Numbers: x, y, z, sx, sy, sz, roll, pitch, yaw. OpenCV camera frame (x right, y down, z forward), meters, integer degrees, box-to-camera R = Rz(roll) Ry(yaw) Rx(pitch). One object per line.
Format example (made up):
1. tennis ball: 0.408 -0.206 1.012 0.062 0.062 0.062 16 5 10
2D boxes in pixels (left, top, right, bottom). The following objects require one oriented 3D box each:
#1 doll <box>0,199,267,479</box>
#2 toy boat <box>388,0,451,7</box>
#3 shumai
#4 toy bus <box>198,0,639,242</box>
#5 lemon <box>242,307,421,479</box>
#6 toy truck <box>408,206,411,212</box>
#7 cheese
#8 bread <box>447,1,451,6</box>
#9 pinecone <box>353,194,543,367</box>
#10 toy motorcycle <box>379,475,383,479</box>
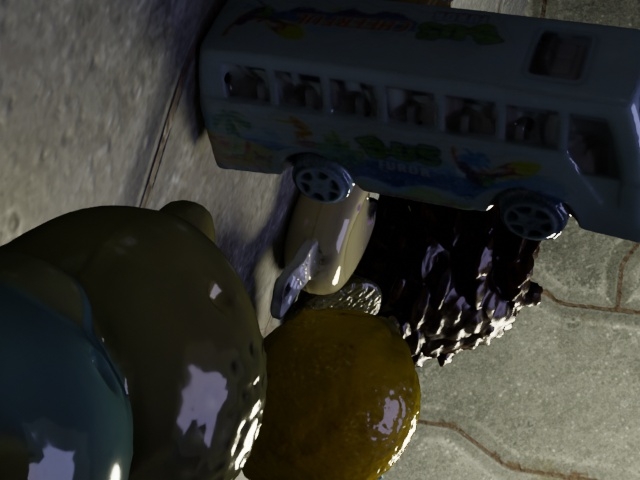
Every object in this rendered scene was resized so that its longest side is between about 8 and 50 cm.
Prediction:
1. doll: -0.121 0.074 0.473 0.261 0.162 0.177 -24 129 -72
2. toy boat: 0.118 -0.222 1.284 0.089 0.121 0.321 95 16 -68
3. shumai: 0.007 0.066 1.315 0.099 0.124 0.087 64 0 -47
4. toy bus: 0.079 -0.093 0.753 0.136 0.330 0.109 78 29 -48
5. lemon: 0.007 0.172 1.136 0.231 0.192 0.192 -46 167 0
6. toy truck: 0.171 0.008 1.982 0.116 0.085 0.191 28 76 -69
7. cheese: -0.004 0.018 1.181 0.163 0.071 0.249 93 18 -50
8. bread: 0.172 -0.371 1.507 0.052 0.044 0.157 22 85 -73
9. pinecone: 0.150 0.038 1.443 0.298 0.296 0.242 110 -28 -51
10. toy motorcycle: 0.019 0.472 1.871 0.182 0.124 0.272 -67 174 31
